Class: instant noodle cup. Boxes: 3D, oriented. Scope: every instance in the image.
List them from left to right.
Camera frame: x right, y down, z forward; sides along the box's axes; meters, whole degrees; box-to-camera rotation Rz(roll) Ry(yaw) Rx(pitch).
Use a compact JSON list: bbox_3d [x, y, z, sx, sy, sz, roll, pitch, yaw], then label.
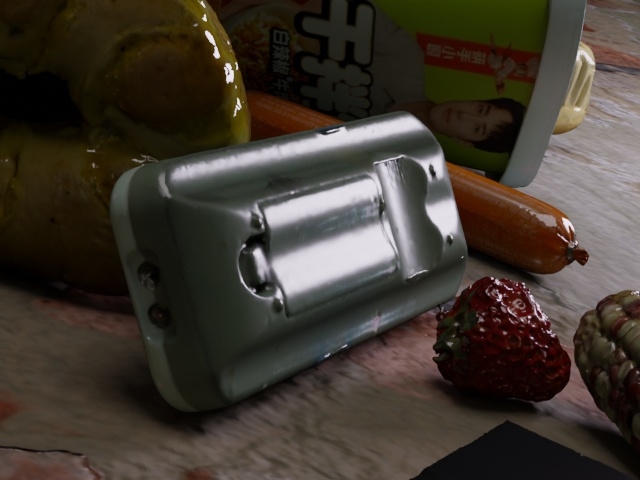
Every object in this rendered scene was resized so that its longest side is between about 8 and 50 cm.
[{"bbox_3d":[0.041,-0.206,1.490,0.308,0.293,0.294,7,17,-5],"label":"instant noodle cup"}]

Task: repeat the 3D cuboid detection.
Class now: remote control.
[{"bbox_3d":[0.000,0.000,1.011,0.066,0.128,0.335,-16,2,27],"label":"remote control"}]

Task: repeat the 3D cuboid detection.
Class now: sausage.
[{"bbox_3d":[0.053,-0.048,1.357,0.348,0.053,0.053,24,19,31],"label":"sausage"}]

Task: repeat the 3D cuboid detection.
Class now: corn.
[{"bbox_3d":[0.209,0.100,0.947,0.080,0.079,0.237,7,20,-23],"label":"corn"}]

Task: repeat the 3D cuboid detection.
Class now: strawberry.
[{"bbox_3d":[0.106,0.059,1.026,0.083,0.073,0.073,24,13,-19],"label":"strawberry"}]

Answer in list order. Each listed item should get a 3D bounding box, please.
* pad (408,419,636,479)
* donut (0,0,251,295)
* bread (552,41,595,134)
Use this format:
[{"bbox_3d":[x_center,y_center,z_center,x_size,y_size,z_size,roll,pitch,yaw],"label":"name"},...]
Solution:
[{"bbox_3d":[0.094,0.167,0.711,0.248,0.007,0.367,22,22,27],"label":"pad"},{"bbox_3d":[-0.166,-0.089,1.038,0.261,0.208,0.128,20,15,2],"label":"donut"},{"bbox_3d":[0.145,-0.163,1.724,0.236,0.106,0.140,9,18,-17],"label":"bread"}]
